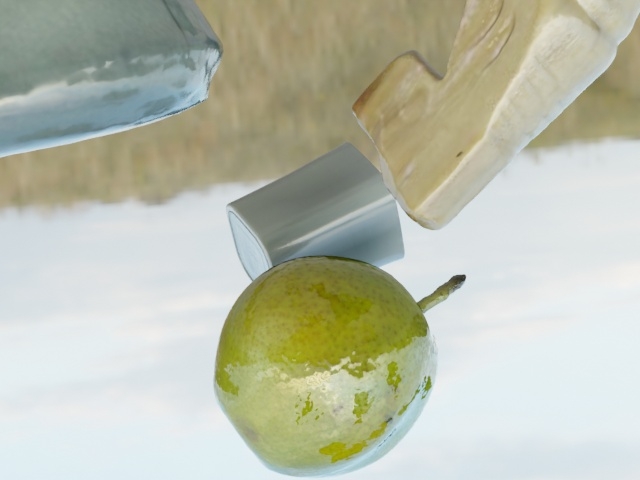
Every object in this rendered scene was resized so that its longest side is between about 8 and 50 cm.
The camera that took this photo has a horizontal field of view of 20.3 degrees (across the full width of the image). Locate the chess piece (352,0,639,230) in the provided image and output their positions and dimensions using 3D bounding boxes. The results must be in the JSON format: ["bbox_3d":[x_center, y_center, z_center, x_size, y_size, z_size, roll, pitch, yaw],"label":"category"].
[{"bbox_3d":[0.145,-0.143,1.201,0.301,0.137,0.137,-47,179,8],"label":"chess piece"}]

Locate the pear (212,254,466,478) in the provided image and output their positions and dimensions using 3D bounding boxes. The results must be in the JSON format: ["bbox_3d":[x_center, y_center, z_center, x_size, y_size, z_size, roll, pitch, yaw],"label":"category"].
[{"bbox_3d":[0.023,0.084,1.364,0.216,0.166,0.180,-30,147,-3],"label":"pear"}]

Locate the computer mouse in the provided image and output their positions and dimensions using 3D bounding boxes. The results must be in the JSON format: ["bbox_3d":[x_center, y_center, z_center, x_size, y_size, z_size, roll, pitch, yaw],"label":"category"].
[{"bbox_3d":[-0.183,-0.094,0.815,0.188,0.122,0.371,-13,-174,-31],"label":"computer mouse"}]

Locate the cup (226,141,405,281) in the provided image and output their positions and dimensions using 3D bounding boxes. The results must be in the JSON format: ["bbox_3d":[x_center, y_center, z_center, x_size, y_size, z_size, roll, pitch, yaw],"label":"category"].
[{"bbox_3d":[0.000,0.000,1.531,0.129,0.128,0.095,-25,-137,-15],"label":"cup"}]
